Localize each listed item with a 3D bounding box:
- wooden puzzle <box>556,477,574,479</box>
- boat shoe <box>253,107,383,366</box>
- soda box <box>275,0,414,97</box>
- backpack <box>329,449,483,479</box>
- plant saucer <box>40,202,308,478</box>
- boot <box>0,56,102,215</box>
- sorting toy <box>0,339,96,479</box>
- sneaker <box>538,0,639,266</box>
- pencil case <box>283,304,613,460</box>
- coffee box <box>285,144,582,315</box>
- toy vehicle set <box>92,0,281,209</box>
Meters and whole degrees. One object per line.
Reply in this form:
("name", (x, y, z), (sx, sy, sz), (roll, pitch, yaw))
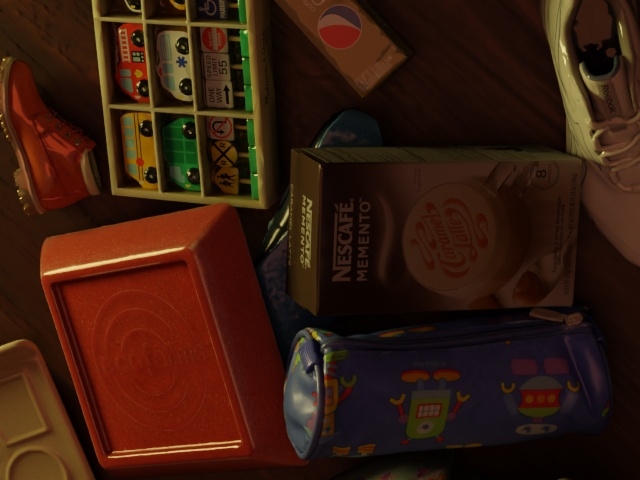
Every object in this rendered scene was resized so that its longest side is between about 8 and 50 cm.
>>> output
("wooden puzzle", (0.174, 0.395, 1.601), (0.322, 0.080, 0.348), (-34, 112, 12))
("boat shoe", (0.000, 0.000, 1.691), (0.109, 0.089, 0.258), (27, 100, -9))
("soda box", (0.004, -0.218, 1.653), (0.058, 0.061, 0.181), (-41, 91, 15))
("backpack", (0.068, 0.279, 1.690), (0.188, 0.166, 0.144), (-25, 93, 11))
("plant saucer", (-0.154, 0.109, 1.706), (0.258, 0.048, 0.259), (-10, 100, 38))
("boot", (-0.261, -0.107, 1.734), (0.085, 0.059, 0.158), (-11, 108, 10))
("sorting toy", (-0.335, 0.218, 1.825), (0.193, 0.038, 0.208), (-21, 101, 14))
("sneaker", (0.258, -0.109, 1.593), (0.111, 0.129, 0.297), (-18, 99, 12))
("pencil case", (0.119, 0.125, 1.620), (0.306, 0.119, 0.133), (-4, 124, -14))
("coffee box", (0.100, -0.011, 1.608), (0.246, 0.098, 0.141), (-2, 102, -17))
("toy vehicle set", (-0.126, -0.165, 1.666), (0.166, 0.035, 0.267), (5, 112, 22))
